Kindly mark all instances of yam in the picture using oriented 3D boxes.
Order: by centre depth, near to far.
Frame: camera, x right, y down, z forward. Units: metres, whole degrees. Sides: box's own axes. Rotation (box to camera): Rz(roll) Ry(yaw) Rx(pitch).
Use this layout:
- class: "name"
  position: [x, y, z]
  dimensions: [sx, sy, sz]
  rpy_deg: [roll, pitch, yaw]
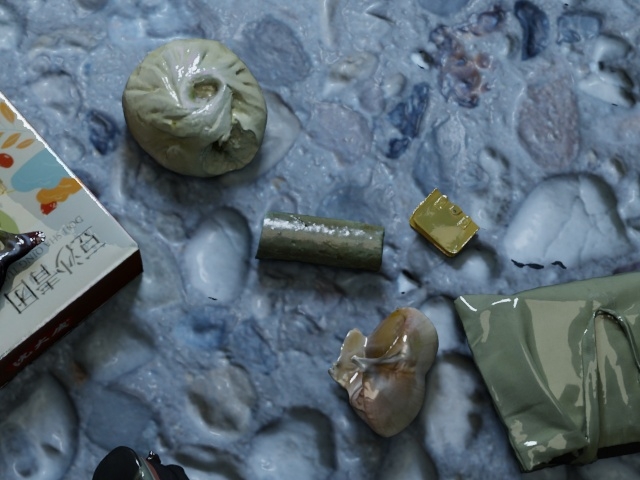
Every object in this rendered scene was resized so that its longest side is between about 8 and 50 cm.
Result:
- class: "yam"
  position: [0.000, 0.000, 1.899]
  dimensions: [0.169, 0.068, 0.068]
  rpy_deg: [6, 72, -3]

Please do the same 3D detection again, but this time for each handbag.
- class: "handbag"
  position: [0.355, 0.160, 1.854]
  dimensions: [0.316, 0.109, 0.253]
  rpy_deg: [-10, 77, -13]
- class: "handbag"
  position: [0.168, -0.023, 1.940]
  dimensions: [0.083, 0.027, 0.061]
  rpy_deg: [40, 74, 6]

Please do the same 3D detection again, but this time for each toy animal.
- class: "toy animal"
  position: [-0.417, 0.054, 1.734]
  dimensions: [0.202, 0.070, 0.105]
  rpy_deg: [-44, 94, -17]

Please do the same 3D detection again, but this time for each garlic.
- class: "garlic"
  position: [0.090, 0.163, 1.843]
  dimensions: [0.124, 0.099, 0.174]
  rpy_deg: [32, 72, -9]

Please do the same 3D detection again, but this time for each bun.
- class: "bun"
  position: [-0.165, -0.179, 1.912]
  dimensions: [0.178, 0.128, 0.193]
  rpy_deg: [-36, 81, -15]

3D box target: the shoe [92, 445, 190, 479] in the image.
- class: "shoe"
  position: [-0.171, 0.382, 1.735]
  dimensions: [0.114, 0.137, 0.291]
  rpy_deg: [-40, 65, 23]

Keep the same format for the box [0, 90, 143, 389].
- class: "box"
  position: [-0.483, -0.008, 1.836]
  dimensions: [0.344, 0.122, 0.385]
  rpy_deg: [-40, 80, -14]
